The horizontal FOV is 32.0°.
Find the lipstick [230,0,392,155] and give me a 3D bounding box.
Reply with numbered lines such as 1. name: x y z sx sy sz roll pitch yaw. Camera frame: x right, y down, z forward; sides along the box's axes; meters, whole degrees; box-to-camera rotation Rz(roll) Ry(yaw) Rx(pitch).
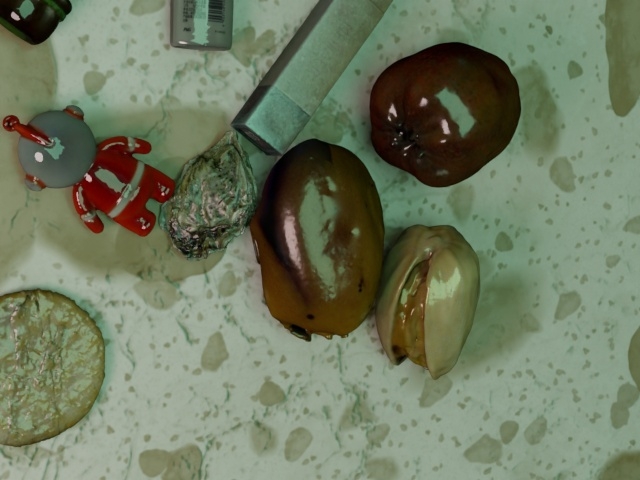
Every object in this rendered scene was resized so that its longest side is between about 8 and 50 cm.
1. lipstick: 0.015 -0.290 1.586 0.076 0.079 0.372 38 80 -19

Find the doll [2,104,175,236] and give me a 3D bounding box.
1. doll: -0.311 -0.097 1.480 0.245 0.076 0.142 30 83 -25

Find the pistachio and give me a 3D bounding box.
1. pistachio: 0.158 0.089 1.649 0.157 0.157 0.230 1 107 -21

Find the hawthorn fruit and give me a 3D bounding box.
1. hawthorn fruit: 0.190 -0.199 1.613 0.248 0.208 0.208 -44 110 -38

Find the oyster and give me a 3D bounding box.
1. oyster: -0.148 -0.058 1.557 0.125 0.064 0.177 43 89 -4

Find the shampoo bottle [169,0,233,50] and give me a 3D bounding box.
1. shampoo bottle: -0.160 -0.375 1.521 0.086 0.056 0.228 0 95 -22

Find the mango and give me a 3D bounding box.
1. mango: 0.000 0.000 1.567 0.201 0.152 0.287 -9 97 -17

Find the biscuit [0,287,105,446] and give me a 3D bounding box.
1. biscuit: -0.394 0.170 1.492 0.219 0.033 0.220 -2 96 -21

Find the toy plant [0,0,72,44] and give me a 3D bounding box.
1. toy plant: -0.349 -0.336 1.433 0.092 0.093 0.162 38 81 -20

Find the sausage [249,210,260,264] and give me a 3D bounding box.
1. sausage: -0.093 -0.010 1.602 0.015 0.015 0.100 -15 100 -19
